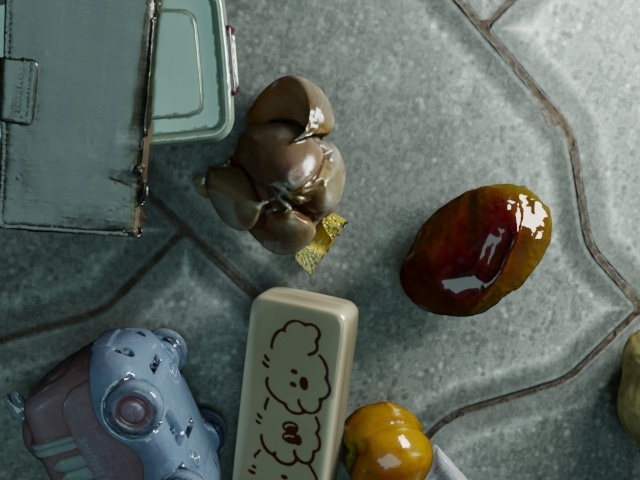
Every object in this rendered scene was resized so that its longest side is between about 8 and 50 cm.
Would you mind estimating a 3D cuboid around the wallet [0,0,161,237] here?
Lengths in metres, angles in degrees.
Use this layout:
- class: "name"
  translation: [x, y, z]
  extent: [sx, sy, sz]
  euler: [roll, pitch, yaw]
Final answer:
- class: "wallet"
  translation: [-0.270, -0.163, 0.933]
  extent: [0.169, 0.044, 0.316]
  euler: [4, 103, -13]

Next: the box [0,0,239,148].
- class: "box"
  translation: [-0.252, -0.214, 1.031]
  extent: [0.294, 0.167, 0.193]
  euler: [-5, 105, -7]

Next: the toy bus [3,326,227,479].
- class: "toy bus"
  translation: [-0.271, 0.272, 1.132]
  extent: [0.232, 0.197, 0.294]
  euler: [-22, 106, 7]

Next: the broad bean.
- class: "broad bean"
  translation: [0.217, 0.015, 1.176]
  extent: [0.228, 0.122, 0.156]
  euler: [-40, 79, -4]

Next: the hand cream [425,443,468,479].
- class: "hand cream"
  translation: [0.202, 0.390, 1.298]
  extent: [0.142, 0.053, 0.084]
  euler: [40, 93, 1]

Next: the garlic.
- class: "garlic"
  translation: [-0.041, -0.091, 1.100]
  extent: [0.214, 0.191, 0.160]
  euler: [-51, 129, -7]

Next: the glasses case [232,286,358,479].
- class: "glasses case"
  translation: [-0.038, 0.240, 1.183]
  extent: [0.144, 0.076, 0.336]
  euler: [10, 102, 18]

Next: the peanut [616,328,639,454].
- class: "peanut"
  translation: [0.510, 0.229, 1.262]
  extent: [0.129, 0.129, 0.224]
  euler: [-8, 97, -7]

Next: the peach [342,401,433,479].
- class: "peach"
  translation: [0.096, 0.304, 1.216]
  extent: [0.138, 0.138, 0.138]
  euler: [-2, 103, -8]

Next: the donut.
- class: "donut"
  translation: [0.000, 0.000, 1.170]
  extent: [0.038, 0.067, 0.083]
  euler: [35, 130, 3]
